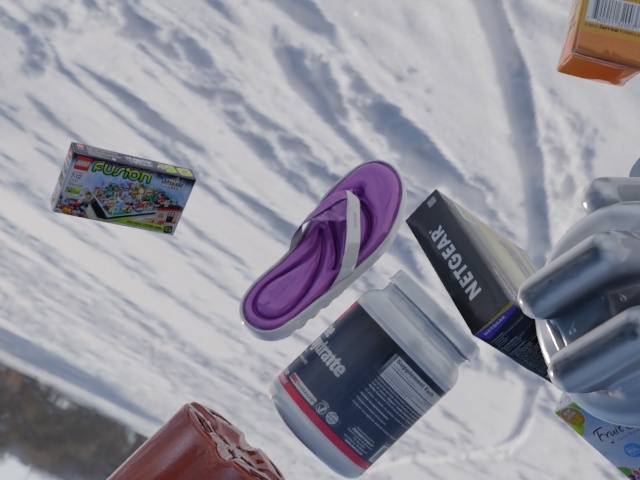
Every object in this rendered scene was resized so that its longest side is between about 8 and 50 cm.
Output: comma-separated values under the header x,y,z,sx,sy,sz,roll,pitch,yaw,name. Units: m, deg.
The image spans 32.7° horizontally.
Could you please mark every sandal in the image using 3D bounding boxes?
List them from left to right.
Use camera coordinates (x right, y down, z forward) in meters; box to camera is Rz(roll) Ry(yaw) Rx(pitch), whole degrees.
x,y,z,sx,sy,sz,roll,pitch,yaw,name
0.013,0.006,1.945,0.169,0.416,0.102,28,159,27,sandal

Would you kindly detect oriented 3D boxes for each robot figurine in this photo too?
x,y,z,sx,sy,sz,roll,pitch,yaw,name
0.344,0.069,1.019,0.354,0.299,0.200,3,152,-42,robot figurine

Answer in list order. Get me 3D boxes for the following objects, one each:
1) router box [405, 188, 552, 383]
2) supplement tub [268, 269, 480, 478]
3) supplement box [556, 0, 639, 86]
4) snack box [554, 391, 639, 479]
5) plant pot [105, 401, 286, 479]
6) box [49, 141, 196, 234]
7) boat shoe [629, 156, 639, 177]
x,y,z,sx,sy,sz,roll,pitch,yaw,name
0.289,0.078,1.748,0.243,0.081,0.308,31,-159,-35,router box
0.077,0.194,1.594,0.191,0.272,0.191,46,180,0,supplement tub
0.299,-0.278,1.081,0.080,0.233,0.078,14,175,1,supplement box
0.479,0.265,1.596,0.207,0.070,0.174,42,136,-4,snack box
-0.202,0.394,1.570,0.272,0.265,0.272,41,-178,-1,plant pot
-0.316,-0.081,1.751,0.207,0.114,0.036,11,-152,-29,box
0.491,-0.115,1.507,0.040,0.049,0.142,24,134,-29,boat shoe
